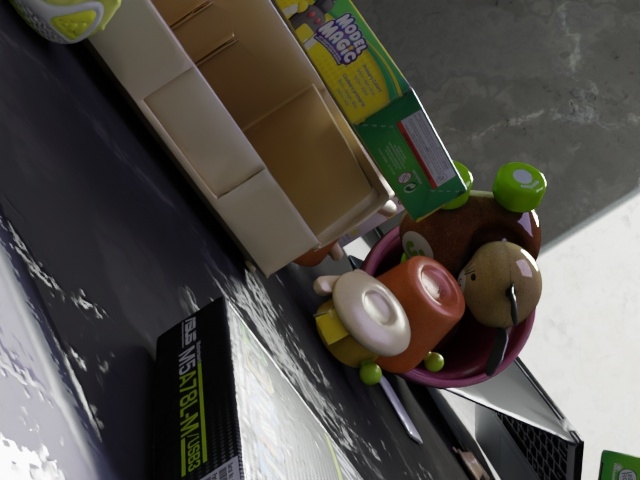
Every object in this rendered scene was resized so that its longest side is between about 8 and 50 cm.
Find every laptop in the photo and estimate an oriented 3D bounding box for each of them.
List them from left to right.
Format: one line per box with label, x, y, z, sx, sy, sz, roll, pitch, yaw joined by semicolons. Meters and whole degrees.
laptop;0.210;0.263;1.731;0.382;0.236;0.407;-119;-157;-61

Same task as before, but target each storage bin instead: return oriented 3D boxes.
storage bin;-0.084;-0.142;0.872;0.262;0.123;0.260;55;5;-30

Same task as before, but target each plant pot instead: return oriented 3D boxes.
plant pot;0.130;0.075;1.345;0.201;0.201;0.180;58;-11;1

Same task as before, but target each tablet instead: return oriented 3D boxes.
tablet;0.082;0.175;1.199;0.083;0.006;0.054;60;5;25

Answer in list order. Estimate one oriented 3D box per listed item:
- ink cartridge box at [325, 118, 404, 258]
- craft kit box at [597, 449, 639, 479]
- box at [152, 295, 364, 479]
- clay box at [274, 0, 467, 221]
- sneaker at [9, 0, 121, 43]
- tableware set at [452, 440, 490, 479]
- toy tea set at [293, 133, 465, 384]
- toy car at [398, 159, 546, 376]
ink cartridge box;0.029;-0.092;1.352;0.128;0.176;0.127;54;6;-35
craft kit box;0.332;0.379;1.260;0.250;0.061;0.246;46;56;-61
box;0.001;0.134;0.446;0.184;0.045;0.190;53;7;-20
clay box;0.027;-0.130;0.872;0.127;0.053;0.222;53;8;-49
sneaker;-0.158;-0.232;0.689;0.240;0.126;0.091;60;5;21
tableware set;0.228;0.339;1.532;0.168;0.020;0.141;57;3;23
toy tea set;0.000;0.000;1.104;0.200;0.124;0.336;1;55;-48
toy car;0.161;0.037;1.143;0.155;0.149;0.188;100;-12;-45
